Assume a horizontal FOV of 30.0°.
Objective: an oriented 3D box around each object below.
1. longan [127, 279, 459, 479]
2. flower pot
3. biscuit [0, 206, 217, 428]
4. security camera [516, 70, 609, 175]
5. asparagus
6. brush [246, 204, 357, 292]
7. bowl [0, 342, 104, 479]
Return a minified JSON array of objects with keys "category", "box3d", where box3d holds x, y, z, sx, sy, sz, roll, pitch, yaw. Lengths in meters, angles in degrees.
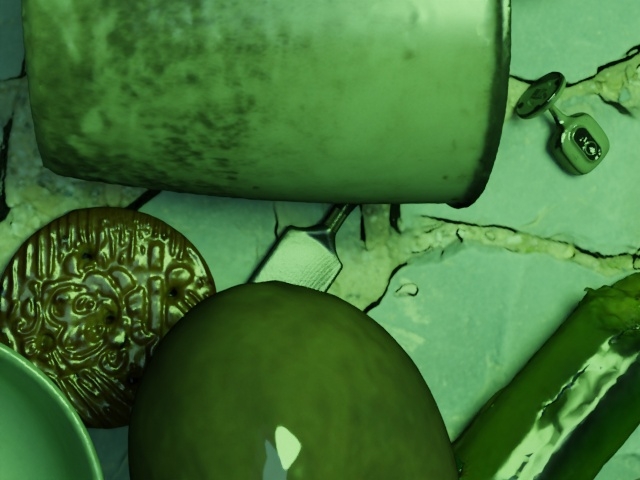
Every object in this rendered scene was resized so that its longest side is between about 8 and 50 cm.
[{"category":"longan","box3d":[-0.021,0.177,0.908,0.243,0.300,0.300,-36,99,15]},{"category":"flower pot","box3d":[-0.049,-0.159,0.907,0.330,0.293,0.293,-4,91,-6]},{"category":"biscuit","box3d":[-0.176,0.063,0.995,0.188,0.027,0.187,0,90,-13]},{"category":"security camera","box3d":[0.227,-0.103,1.087,0.092,0.058,0.058,41,80,-18]},{"category":"asparagus","box3d":[0.239,0.130,1.058,0.382,0.108,0.128,-45,98,-12]},{"category":"brush","box3d":[0.000,0.000,1.044,0.063,0.016,0.193,38,82,-11]},{"category":"bowl","box3d":[-0.316,0.207,0.889,0.307,0.163,0.307,0,89,-14]}]
